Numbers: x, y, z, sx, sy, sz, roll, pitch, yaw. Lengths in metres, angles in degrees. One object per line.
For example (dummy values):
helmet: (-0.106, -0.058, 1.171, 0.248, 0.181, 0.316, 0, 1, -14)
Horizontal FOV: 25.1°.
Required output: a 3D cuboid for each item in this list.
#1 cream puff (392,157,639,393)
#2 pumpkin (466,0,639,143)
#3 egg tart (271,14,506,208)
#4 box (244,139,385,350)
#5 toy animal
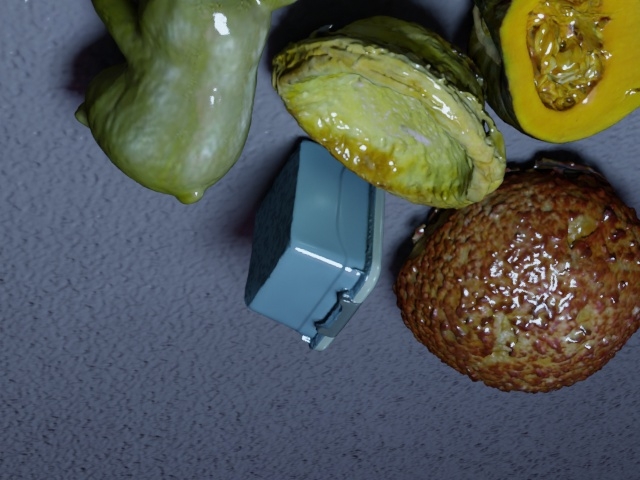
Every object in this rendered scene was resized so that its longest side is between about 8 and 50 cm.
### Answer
cream puff: (0.272, 0.069, 1.841, 0.351, 0.228, 0.350, -6, 141, -5)
pumpkin: (0.264, -0.250, 1.511, 0.222, 0.139, 0.317, -25, 138, -4)
egg tart: (0.084, -0.151, 1.548, 0.294, 0.123, 0.294, 29, 161, 11)
box: (0.000, 0.000, 1.685, 0.130, 0.227, 0.162, 21, 133, -16)
toy animal: (-0.123, -0.215, 1.436, 0.181, 0.180, 0.363, -1, 133, -25)
